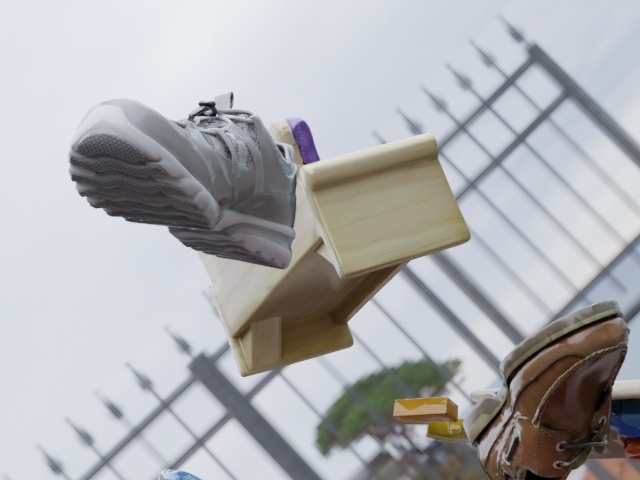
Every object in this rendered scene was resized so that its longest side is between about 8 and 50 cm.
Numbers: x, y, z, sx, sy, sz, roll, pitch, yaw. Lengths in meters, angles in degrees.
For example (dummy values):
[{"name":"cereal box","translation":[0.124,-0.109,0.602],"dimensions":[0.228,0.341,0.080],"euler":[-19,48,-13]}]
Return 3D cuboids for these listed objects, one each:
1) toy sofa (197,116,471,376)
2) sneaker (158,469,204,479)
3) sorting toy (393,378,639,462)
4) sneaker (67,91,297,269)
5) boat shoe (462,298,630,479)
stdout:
[{"name":"toy sofa","translation":[0.000,0.000,1.631],"dimensions":[0.150,0.177,0.362],"euler":[-14,-16,-25]},{"name":"sneaker","translation":[-0.061,0.209,1.172],"dimensions":[0.073,0.063,0.162],"euler":[-23,-38,30]},{"name":"sorting toy","translation":[0.246,0.200,1.612],"dimensions":[0.307,0.041,0.229],"euler":[-7,-26,26]},{"name":"sneaker","translation":[-0.097,-0.063,1.149],"dimensions":[0.281,0.105,0.115],"euler":[35,-115,-67]},{"name":"boat shoe","translation":[0.215,0.150,1.355],"dimensions":[0.110,0.104,0.307],"euler":[-18,-22,-14]}]
